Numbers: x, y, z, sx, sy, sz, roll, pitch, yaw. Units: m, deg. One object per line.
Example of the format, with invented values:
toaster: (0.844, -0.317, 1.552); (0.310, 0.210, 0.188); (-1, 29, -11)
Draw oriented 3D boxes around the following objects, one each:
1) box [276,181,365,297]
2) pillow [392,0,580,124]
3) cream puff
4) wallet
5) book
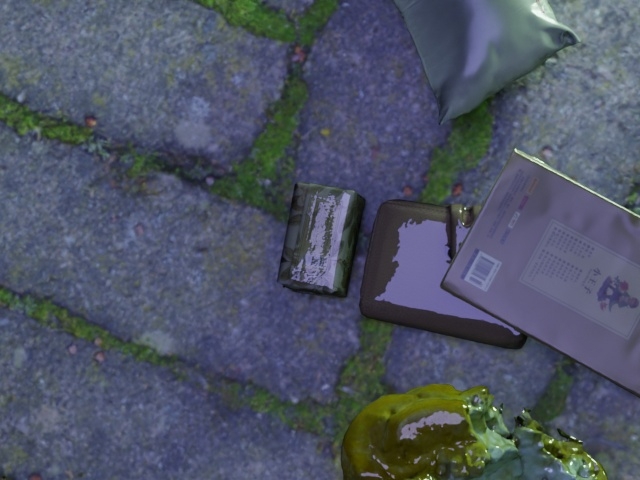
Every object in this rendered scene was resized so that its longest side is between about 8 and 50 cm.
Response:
box: (0.000, 0.000, 1.620); (0.062, 0.045, 0.098); (11, 82, 17)
pillow: (0.105, -0.238, 1.617); (0.144, 0.078, 0.254); (-32, 74, 7)
cream puff: (0.107, 0.225, 1.473); (0.221, 0.194, 0.195); (30, 88, -21)
wallet: (0.115, 0.025, 1.589); (0.152, 0.039, 0.118); (10, 85, 18)
book: (0.219, 0.027, 1.549); (0.198, 0.016, 0.138); (29, 87, 5)
